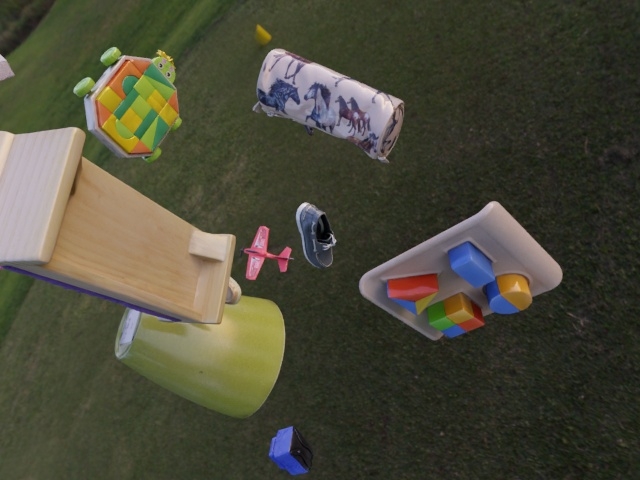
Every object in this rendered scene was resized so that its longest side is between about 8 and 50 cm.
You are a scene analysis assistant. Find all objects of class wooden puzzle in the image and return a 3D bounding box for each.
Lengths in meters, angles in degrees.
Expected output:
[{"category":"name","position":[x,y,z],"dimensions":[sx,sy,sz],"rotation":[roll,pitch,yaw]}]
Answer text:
[{"category":"wooden puzzle","position":[0.311,0.104,1.054],"dimensions":[0.347,0.322,0.081],"rotation":[-35,38,29]}]

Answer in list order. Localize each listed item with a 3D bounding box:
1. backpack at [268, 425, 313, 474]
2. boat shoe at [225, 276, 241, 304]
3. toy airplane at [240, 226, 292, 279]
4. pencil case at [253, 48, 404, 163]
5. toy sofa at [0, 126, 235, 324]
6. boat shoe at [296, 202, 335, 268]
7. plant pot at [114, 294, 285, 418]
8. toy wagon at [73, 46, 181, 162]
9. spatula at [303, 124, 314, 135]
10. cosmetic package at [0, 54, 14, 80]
[{"category":"backpack","position":[-0.082,0.608,1.388],"dimensions":[0.101,0.120,0.098],"rotation":[-25,28,27]},{"category":"boat shoe","position":[-0.217,0.078,0.914],"dimensions":[0.153,0.048,0.056],"rotation":[31,107,23]},{"category":"toy airplane","position":[-0.141,0.037,1.279],"dimensions":[0.151,0.028,0.151],"rotation":[-2,70,6]},{"category":"pencil case","position":[0.027,-0.359,1.306],"dimensions":[0.410,0.160,0.184],"rotation":[26,106,11]},{"category":"toy sofa","position":[-0.279,0.009,0.646],"dimensions":[0.176,0.362,0.150],"rotation":[-1,71,19]},{"category":"boat shoe","position":[0.000,0.000,1.799],"dimensions":[0.099,0.320,0.116],"rotation":[19,54,34]},{"category":"plant pot","position":[-0.275,0.223,1.050],"dimensions":[0.274,0.293,0.275],"rotation":[-32,46,41]},{"category":"toy wagon","position":[-0.497,-0.398,1.339],"dimensions":[0.068,0.267,0.345],"rotation":[6,60,36]},{"category":"spatula","position":[-0.103,-0.501,1.703],"dimensions":[0.084,0.297,0.030],"rotation":[-33,3,-36]},{"category":"cosmetic package","position":[-0.803,-0.428,1.180],"dimensions":[0.060,0.041,0.115],"rotation":[-36,52,-27]}]
